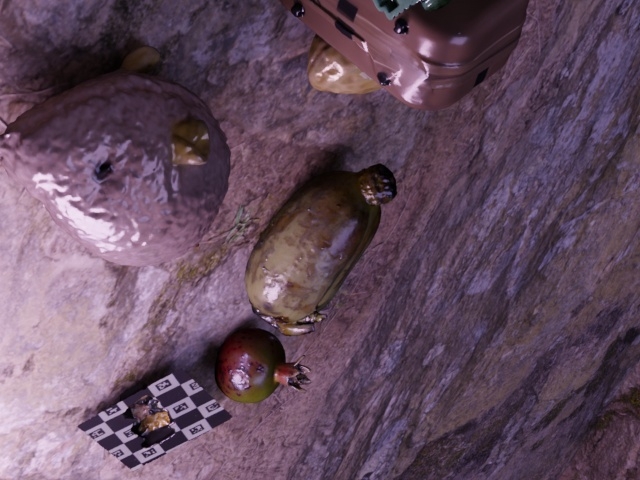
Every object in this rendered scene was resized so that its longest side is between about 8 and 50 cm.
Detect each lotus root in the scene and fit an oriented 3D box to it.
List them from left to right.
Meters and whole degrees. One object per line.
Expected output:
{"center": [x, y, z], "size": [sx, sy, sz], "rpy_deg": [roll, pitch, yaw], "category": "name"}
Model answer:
{"center": [0.000, 0.000, 2.023], "size": [0.309, 0.173, 0.173], "rpy_deg": [-53, 150, 13], "category": "lotus root"}

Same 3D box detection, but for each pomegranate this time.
{"center": [-0.102, 0.211, 2.150], "size": [0.129, 0.159, 0.129], "rpy_deg": [-15, 114, -38], "category": "pomegranate"}

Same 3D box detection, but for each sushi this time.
{"center": [-0.269, 0.271, 2.112], "size": [0.192, 0.050, 0.215], "rpy_deg": [-29, 146, 2], "category": "sushi"}

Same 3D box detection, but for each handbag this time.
{"center": [0.124, -0.321, 1.639], "size": [0.283, 0.302, 0.149], "rpy_deg": [-34, 152, -33], "category": "handbag"}

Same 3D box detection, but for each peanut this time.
{"center": [0.110, -0.301, 1.809], "size": [0.305, 0.147, 0.147], "rpy_deg": [-37, 150, -5], "category": "peanut"}

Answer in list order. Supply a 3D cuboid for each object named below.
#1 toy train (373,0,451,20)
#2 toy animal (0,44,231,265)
{"center": [0.084, -0.415, 1.463], "size": [0.138, 0.330, 0.178], "rpy_deg": [-28, 179, 43], "category": "toy train"}
{"center": [-0.216, -0.082, 1.601], "size": [0.226, 0.188, 0.358], "rpy_deg": [-40, 151, 1], "category": "toy animal"}
